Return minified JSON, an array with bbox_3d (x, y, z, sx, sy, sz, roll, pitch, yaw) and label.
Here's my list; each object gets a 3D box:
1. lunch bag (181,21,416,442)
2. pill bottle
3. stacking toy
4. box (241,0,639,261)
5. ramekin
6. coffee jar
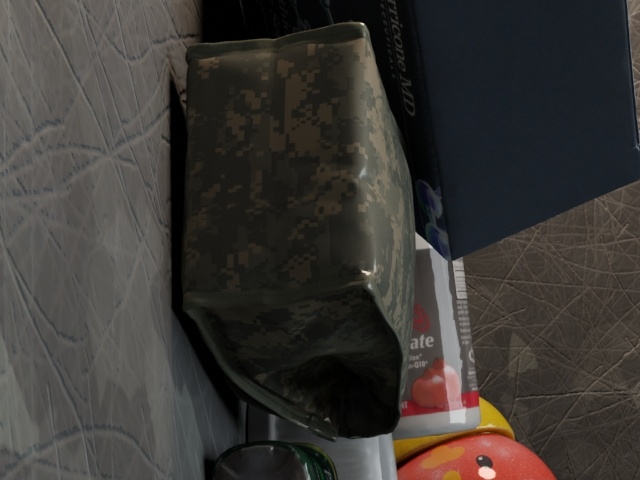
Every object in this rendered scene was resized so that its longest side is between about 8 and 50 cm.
[{"bbox_3d":[-0.005,0.006,1.376,0.287,0.169,0.235,63,23,-59],"label":"lunch bag"},{"bbox_3d":[0.085,0.073,2.059,0.176,0.176,0.318,26,57,-82],"label":"pill bottle"},{"bbox_3d":[0.163,0.321,2.338,0.350,0.350,0.480,70,-5,-63],"label":"stacking toy"},{"bbox_3d":[0.090,-0.218,1.595,0.395,0.212,0.293,44,-28,51],"label":"box"},{"bbox_3d":[0.008,0.215,1.529,0.207,0.109,0.207,-7,90,-83],"label":"ramekin"},{"bbox_3d":[-0.030,0.202,1.338,0.184,0.079,0.096,44,39,-80],"label":"coffee jar"}]
